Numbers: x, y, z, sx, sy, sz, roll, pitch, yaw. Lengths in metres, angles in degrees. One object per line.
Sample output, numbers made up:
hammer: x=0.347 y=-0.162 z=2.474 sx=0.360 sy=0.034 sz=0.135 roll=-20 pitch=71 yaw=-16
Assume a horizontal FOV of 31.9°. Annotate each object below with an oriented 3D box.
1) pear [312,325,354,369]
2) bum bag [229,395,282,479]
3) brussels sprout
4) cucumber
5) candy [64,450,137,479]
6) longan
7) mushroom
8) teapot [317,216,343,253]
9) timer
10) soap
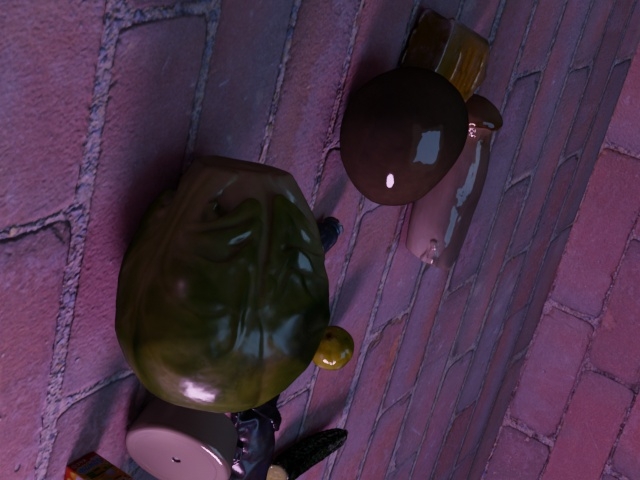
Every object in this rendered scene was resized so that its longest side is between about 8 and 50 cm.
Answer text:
pear: x=0.027 y=0.219 z=2.247 sx=0.092 sy=0.092 sz=0.097 roll=-55 pitch=154 yaw=-19
bum bag: x=-0.136 y=0.393 z=2.104 sx=0.137 sy=0.074 sz=0.310 roll=-6 pitch=114 yaw=-48
brussels sprout: x=-0.133 y=0.056 z=1.547 sx=0.289 sy=0.281 sz=0.355 roll=10 pitch=86 yaw=-34
cucumber: x=-0.024 y=0.454 z=2.404 sx=0.293 sy=0.067 sz=0.068 roll=-20 pitch=131 yaw=-59
candy: x=-0.316 y=0.367 z=1.665 sx=0.062 sy=0.122 sz=0.038 roll=-24 pitch=135 yaw=-54
longan: x=0.148 y=-0.186 z=1.933 sx=0.246 sy=0.215 sz=0.246 roll=-25 pitch=149 yaw=-17
mushroom: x=0.270 y=-0.107 z=2.352 sx=0.154 sy=0.137 sz=0.407 roll=-16 pitch=126 yaw=-44
teapot: x=0.004 y=0.001 z=2.028 sx=0.083 sy=0.049 sz=0.064 roll=-43 pitch=148 yaw=-39
timer: x=-0.187 y=0.247 z=1.820 sx=0.175 sy=0.175 sz=0.266 roll=87 pitch=19 yaw=-48
soap: x=0.240 y=-0.333 z=2.132 sx=0.257 sy=0.080 sz=0.160 roll=3 pitch=111 yaw=-63
